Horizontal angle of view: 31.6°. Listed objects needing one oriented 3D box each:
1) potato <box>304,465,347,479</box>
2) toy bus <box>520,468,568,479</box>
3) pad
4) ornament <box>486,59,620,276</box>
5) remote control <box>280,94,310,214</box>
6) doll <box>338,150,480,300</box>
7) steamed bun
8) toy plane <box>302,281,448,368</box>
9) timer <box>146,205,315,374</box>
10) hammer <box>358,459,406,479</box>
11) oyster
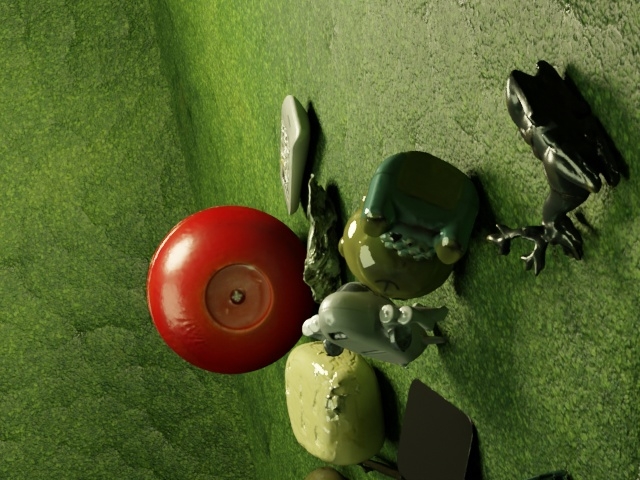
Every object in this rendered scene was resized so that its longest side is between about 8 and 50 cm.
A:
[{"bbox_3d":[0.015,0.639,2.624,0.178,0.160,0.235,-39,40,30],"label":"potato"},{"bbox_3d":[0.302,0.466,1.508,0.165,0.133,0.271,97,158,-63],"label":"toy bus"},{"bbox_3d":[0.192,0.353,1.935,0.267,0.004,0.181,-150,68,-69],"label":"pad"},{"bbox_3d":[0.255,-0.068,1.344,0.236,0.080,0.202,98,151,-52],"label":"ornament"},{"bbox_3d":[-0.052,-0.180,2.408,0.313,0.055,0.109,96,162,-60],"label":"remote control"},{"bbox_3d":[0.127,-0.011,1.674,0.261,0.177,0.161,108,179,-60],"label":"doll"},{"bbox_3d":[0.041,0.317,2.258,0.273,0.166,0.232,-164,69,-66],"label":"steamed bun"},{"bbox_3d":[0.093,0.135,1.817,0.252,0.252,0.118,128,148,-70],"label":"toy plane"},{"bbox_3d":[-0.197,0.110,2.525,0.279,0.378,0.378,-155,54,-76],"label":"timer"},{"bbox_3d":[0.116,0.458,2.297,0.125,0.027,0.297,43,166,-16],"label":"hammer"},{"bbox_3d":[-0.003,0.000,2.299,0.199,0.087,0.252,96,165,-73],"label":"oyster"}]
